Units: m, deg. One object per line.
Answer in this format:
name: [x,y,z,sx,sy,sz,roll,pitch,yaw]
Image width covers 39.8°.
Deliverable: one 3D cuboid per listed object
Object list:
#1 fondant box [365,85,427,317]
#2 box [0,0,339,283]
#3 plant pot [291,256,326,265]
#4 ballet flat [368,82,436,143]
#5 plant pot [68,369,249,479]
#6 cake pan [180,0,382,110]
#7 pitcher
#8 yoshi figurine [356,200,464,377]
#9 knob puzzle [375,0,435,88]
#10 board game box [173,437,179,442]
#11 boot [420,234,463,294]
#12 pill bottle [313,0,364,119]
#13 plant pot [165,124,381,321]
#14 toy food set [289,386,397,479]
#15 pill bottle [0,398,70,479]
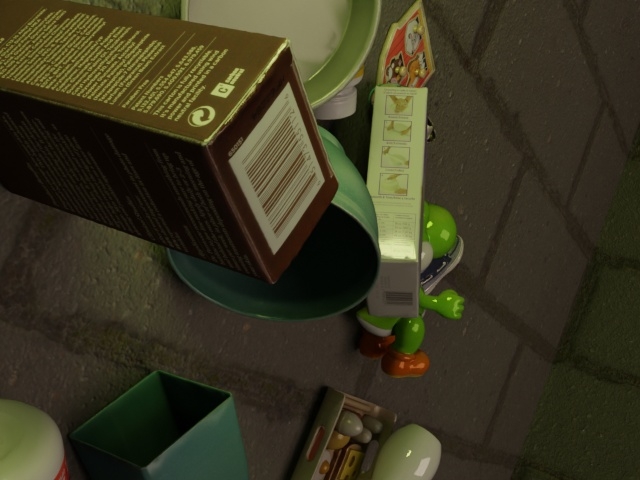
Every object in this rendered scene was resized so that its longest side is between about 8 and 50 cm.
fondant box: [0.132,-0.063,1.523,0.238,0.096,0.330,78,16,-63]
box: [-0.187,-0.110,0.863,0.143,0.381,0.191,-57,147,-28]
plant pot: [0.000,0.000,1.456,0.167,0.167,0.165,-61,155,-18]
ballet flat: [0.166,-0.231,1.644,0.077,0.079,0.221,-54,152,7]
plant pot: [-0.202,0.336,1.230,0.165,0.165,0.234,-35,121,-40]
cake pan: [-0.055,-0.310,1.184,0.293,0.054,0.293,-13,119,-24]
pitcher: [0.163,0.506,1.907,0.207,0.125,0.178,-51,173,-20]
yoshi figurine: [0.190,0.076,1.770,0.203,0.203,0.362,-63,161,-67]
knob puzzle: [0.162,-0.325,1.661,0.213,0.030,0.213,-35,134,-46]
board game box: [-0.231,0.390,1.383,0.147,0.045,0.194,-48,142,-35]
boot: [0.257,0.036,1.963,0.190,0.069,0.086,-51,147,-28]
pill bottle: [0.008,-0.297,1.337,0.119,0.119,0.209,-32,130,-48]
plant pot: [-0.054,-0.048,1.251,0.293,0.292,0.196,69,22,-47]
toy food set: [0.059,0.438,1.833,0.306,0.092,0.220,35,75,-58]
pill bottle: [-0.367,0.354,1.011,0.181,0.181,0.323,-35,133,-46]
